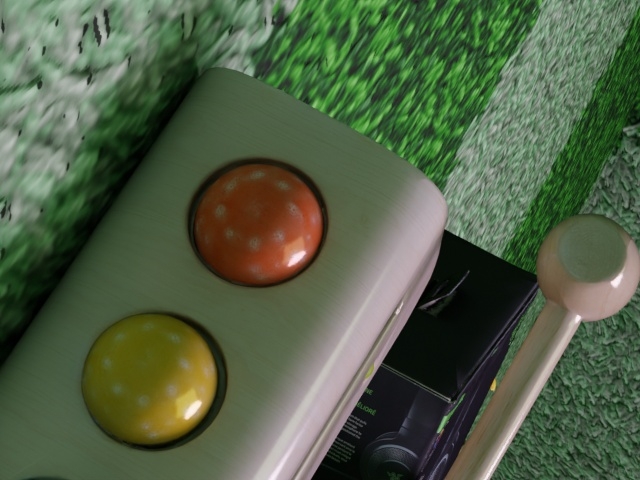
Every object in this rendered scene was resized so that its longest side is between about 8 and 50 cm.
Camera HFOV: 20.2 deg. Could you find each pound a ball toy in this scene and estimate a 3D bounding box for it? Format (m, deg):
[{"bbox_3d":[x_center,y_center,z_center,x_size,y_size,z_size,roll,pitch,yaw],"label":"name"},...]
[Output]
[{"bbox_3d":[-0.020,0.071,0.747,0.319,0.208,0.136,-57,168,-18],"label":"pound a ball toy"}]

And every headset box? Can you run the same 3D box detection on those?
[{"bbox_3d":[0.035,0.137,1.343,0.246,0.131,0.283,-40,156,-62],"label":"headset box"}]

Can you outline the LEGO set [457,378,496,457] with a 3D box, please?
[{"bbox_3d":[0.100,0.211,1.647,0.255,0.192,0.331,-60,169,-8],"label":"LEGO set"}]
